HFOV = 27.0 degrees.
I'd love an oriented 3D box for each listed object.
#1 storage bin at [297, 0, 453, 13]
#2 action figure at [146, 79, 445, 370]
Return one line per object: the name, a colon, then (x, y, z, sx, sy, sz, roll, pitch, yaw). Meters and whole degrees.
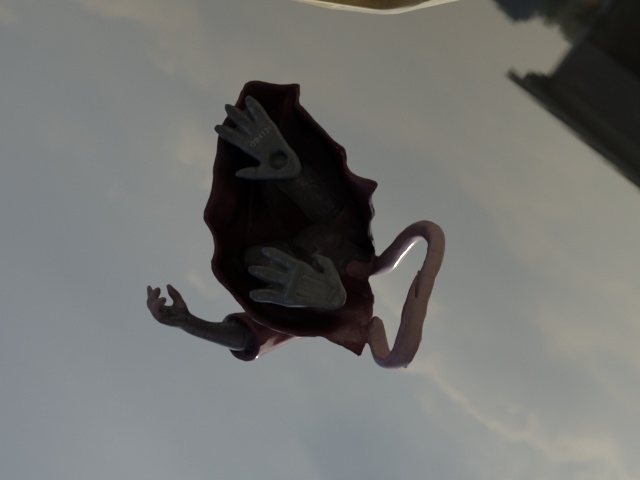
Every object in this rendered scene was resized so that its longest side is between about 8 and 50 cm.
storage bin: (0.062, -0.245, 0.541, 0.123, 0.262, 0.260, 2, 177, -41)
action figure: (0.000, 0.000, 1.226, 0.276, 0.248, 0.370, 19, 167, 12)
